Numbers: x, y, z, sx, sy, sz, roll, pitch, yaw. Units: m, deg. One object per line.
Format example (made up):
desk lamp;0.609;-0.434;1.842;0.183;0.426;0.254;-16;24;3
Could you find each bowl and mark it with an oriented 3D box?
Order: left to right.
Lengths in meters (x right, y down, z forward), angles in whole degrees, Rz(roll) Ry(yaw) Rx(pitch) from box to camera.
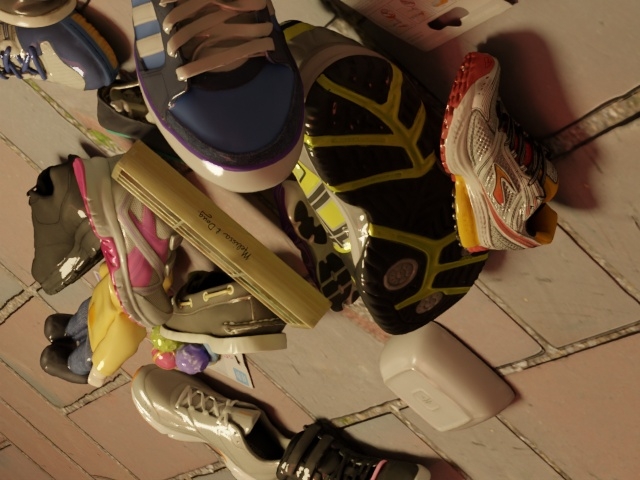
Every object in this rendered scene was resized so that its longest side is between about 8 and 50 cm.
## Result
bowl;0.132;0.161;1.949;0.142;0.053;0.142;42;156;-6

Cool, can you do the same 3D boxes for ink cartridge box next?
ink cartridge box;0.057;-0.233;1.426;0.179;0.045;0.145;28;158;-20

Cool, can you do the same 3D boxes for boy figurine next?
boy figurine;-0.274;0.099;2.244;0.092;0.177;0.285;15;151;-21

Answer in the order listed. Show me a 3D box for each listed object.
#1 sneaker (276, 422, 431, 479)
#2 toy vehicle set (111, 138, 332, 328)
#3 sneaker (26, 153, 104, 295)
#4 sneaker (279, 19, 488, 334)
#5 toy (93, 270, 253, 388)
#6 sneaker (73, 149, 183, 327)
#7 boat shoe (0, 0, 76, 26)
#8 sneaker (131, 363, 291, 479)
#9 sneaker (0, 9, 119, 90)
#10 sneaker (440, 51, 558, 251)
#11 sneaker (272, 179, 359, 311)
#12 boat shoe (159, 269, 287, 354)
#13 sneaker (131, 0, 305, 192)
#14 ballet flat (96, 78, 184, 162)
sneaker;0.031;0.306;2.260;0.147;0.104;0.296;38;160;-11
toy vehicle set;-0.110;-0.003;1.868;0.267;0.035;0.166;40;173;-4
sneaker;-0.316;-0.027;2.196;0.130;0.109;0.286;47;146;-1
sneaker;0.052;-0.062;1.629;0.147;0.145;0.384;50;167;42
toy;-0.210;0.135;2.357;0.237;0.056;0.137;26;153;25
sneaker;-0.201;-0.002;2.024;0.103;0.111;0.252;-115;9;-47
boat shoe;-0.393;-0.312;1.813;0.335;0.112;0.095;18;131;26
sneaker;-0.138;0.243;2.417;0.262;0.099;0.121;33;148;-6
sneaker;-0.356;-0.206;1.894;0.296;0.131;0.112;22;149;28
sneaker;0.160;-0.077;1.502;0.093;0.088;0.225;4;143;19
sneaker;0.000;0.000;1.865;0.071;0.068;0.170;30;149;53
boat shoe;-0.120;0.080;2.104;0.305;0.109;0.091;-175;81;-68
sneaker;-0.103;-0.223;1.392;0.236;0.130;0.323;86;167;-61
ballet flat;-0.172;-0.132;1.846;0.203;0.074;0.074;21;150;44
